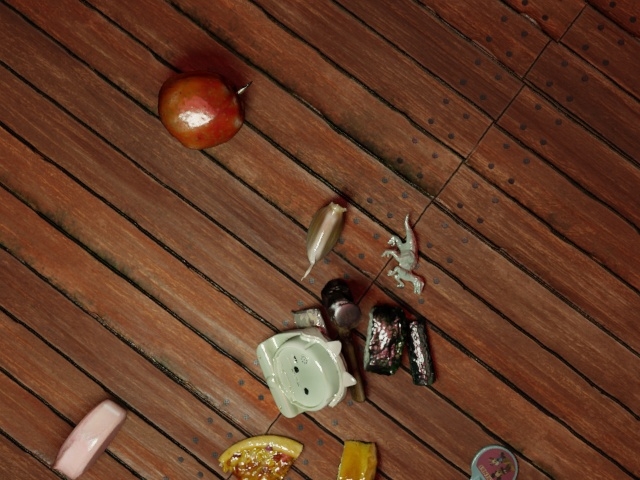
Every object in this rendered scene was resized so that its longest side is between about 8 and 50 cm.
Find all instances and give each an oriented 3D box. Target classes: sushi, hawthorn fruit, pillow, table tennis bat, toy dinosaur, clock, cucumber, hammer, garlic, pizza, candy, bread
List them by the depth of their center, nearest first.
[{"bbox_3d":[-0.040,0.402,1.582,0.324,0.108,0.265,-24,87,42],"label":"clock"},{"bbox_3d":[-0.344,-0.428,1.590,0.300,0.254,0.254,-30,90,12],"label":"hawthorn fruit"},{"bbox_3d":[-0.723,0.626,1.604,0.094,0.255,0.255,35,91,0],"label":"candy"},{"bbox_3d":[0.085,0.340,1.627,0.095,0.242,0.409,-12,104,-5],"label":"hammer"},{"bbox_3d":[0.000,0.005,1.641,0.128,0.148,0.267,17,90,31],"label":"garlic"},{"bbox_3d":[0.210,0.322,1.649,0.127,0.124,0.225,9,90,2],"label":"sushi"},{"bbox_3d":[0.110,0.789,1.649,0.129,0.134,0.260,13,90,2],"label":"bread"},{"bbox_3d":[-0.002,0.334,1.659,0.059,0.169,0.255,-21,90,-36],"label":"pillow"},{"bbox_3d":[0.326,0.365,1.678,0.078,0.062,0.211,-9,90,2],"label":"cucumber"},{"bbox_3d":[-0.193,0.762,1.681,0.289,0.081,0.229,-6,90,-1],"label":"pizza"},{"bbox_3d":[0.290,0.040,1.683,0.167,0.053,0.242,18,90,0],"label":"toy dinosaur"},{"bbox_3d":[0.541,0.780,1.693,0.244,0.040,0.153,-33,90,-3],"label":"table tennis bat"}]
